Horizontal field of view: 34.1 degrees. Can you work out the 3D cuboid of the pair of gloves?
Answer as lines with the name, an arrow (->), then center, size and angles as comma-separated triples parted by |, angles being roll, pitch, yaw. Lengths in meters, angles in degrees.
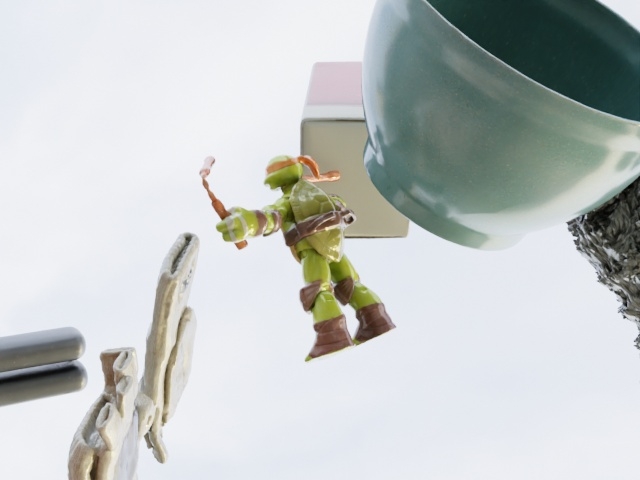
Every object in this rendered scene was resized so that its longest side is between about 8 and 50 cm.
pair of gloves -> -0.145, 0.132, 0.813 | 0.042, 0.240, 0.204 | 11, -52, 3

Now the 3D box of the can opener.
can opener -> -0.363, 0.148, 1.022 | 0.095, 0.283, 0.076 | 29, -57, 59

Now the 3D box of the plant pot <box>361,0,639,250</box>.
plant pot -> 0.156, -0.116, 0.942 | 0.293, 0.293, 0.196 | 34, -56, 8

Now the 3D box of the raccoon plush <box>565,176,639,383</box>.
raccoon plush -> 0.374, 0.062, 1.292 | 0.216, 0.446, 0.299 | 157, -62, -67

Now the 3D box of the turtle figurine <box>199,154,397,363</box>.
turtle figurine -> 0.000, 0.000, 1.018 | 0.087, 0.269, 0.217 | -27, -98, 24

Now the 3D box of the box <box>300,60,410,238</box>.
box -> 0.046, -0.115, 1.266 | 0.126, 0.232, 0.149 | 1, -64, 3
